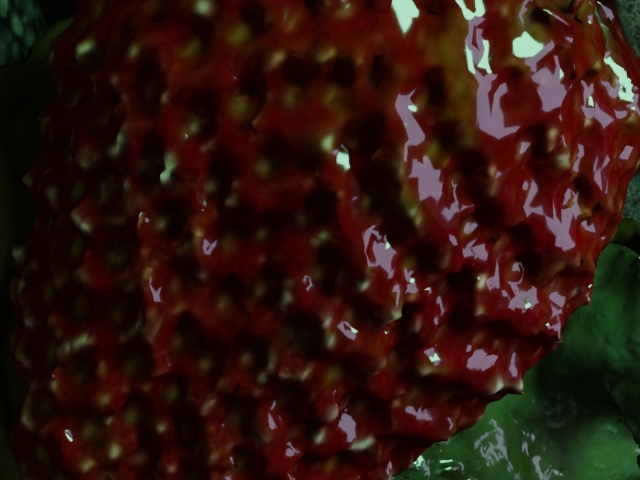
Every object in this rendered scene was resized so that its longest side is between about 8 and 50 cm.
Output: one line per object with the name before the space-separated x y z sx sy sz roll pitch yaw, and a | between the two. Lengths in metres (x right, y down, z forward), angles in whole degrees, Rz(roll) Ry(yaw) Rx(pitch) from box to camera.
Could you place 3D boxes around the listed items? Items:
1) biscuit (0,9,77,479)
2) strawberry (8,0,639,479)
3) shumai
biscuit | -0.094 0.056 0.801 0.365 0.062 0.385 -40 123 -65
strawberry | 0.000 0.000 0.658 0.351 0.267 0.312 -66 154 -5
shumai | 0.162 0.116 1.092 0.395 0.348 0.395 -9 90 -76
